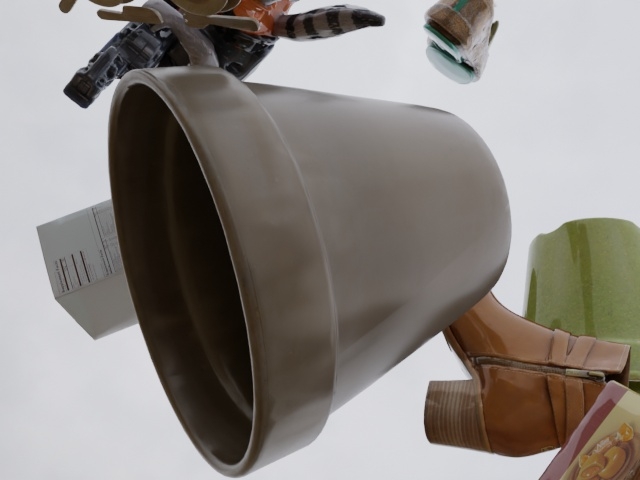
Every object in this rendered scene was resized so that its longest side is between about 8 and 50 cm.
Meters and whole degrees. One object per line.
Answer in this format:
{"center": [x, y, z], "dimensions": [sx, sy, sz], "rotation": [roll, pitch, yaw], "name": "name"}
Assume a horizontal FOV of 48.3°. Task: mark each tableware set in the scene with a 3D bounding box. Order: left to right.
{"center": [-0.149, -0.221, 0.577], "dimensions": [0.194, 0.039, 0.128], "rotation": [14, -36, 28], "name": "tableware set"}

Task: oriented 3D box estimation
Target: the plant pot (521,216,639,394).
{"center": [0.392, 0.116, 1.009], "dimensions": [0.276, 0.253, 0.276], "rotation": [4, -27, 2], "name": "plant pot"}

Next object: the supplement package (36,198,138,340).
{"center": [-0.340, 0.041, 1.228], "dimensions": [0.194, 0.203, 0.149], "rotation": [84, -17, -62], "name": "supplement package"}

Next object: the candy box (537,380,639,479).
{"center": [0.307, 0.279, 0.567], "dimensions": [0.316, 0.183, 0.087], "rotation": [37, -2, -13], "name": "candy box"}

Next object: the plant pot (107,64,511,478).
{"center": [0.000, 0.000, 0.620], "dimensions": [0.323, 0.280, 0.323], "rotation": [38, -45, 52], "name": "plant pot"}

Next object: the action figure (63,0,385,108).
{"center": [-0.109, -0.220, 0.795], "dimensions": [0.330, 0.341, 0.178], "rotation": [-22, -61, 44], "name": "action figure"}

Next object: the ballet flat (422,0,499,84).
{"center": [0.219, -0.306, 1.060], "dimensions": [0.107, 0.316, 0.106], "rotation": [39, -81, 4], "name": "ballet flat"}

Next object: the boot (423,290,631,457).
{"center": [0.247, 0.119, 0.846], "dimensions": [0.220, 0.283, 0.109], "rotation": [-6, -46, 26], "name": "boot"}
